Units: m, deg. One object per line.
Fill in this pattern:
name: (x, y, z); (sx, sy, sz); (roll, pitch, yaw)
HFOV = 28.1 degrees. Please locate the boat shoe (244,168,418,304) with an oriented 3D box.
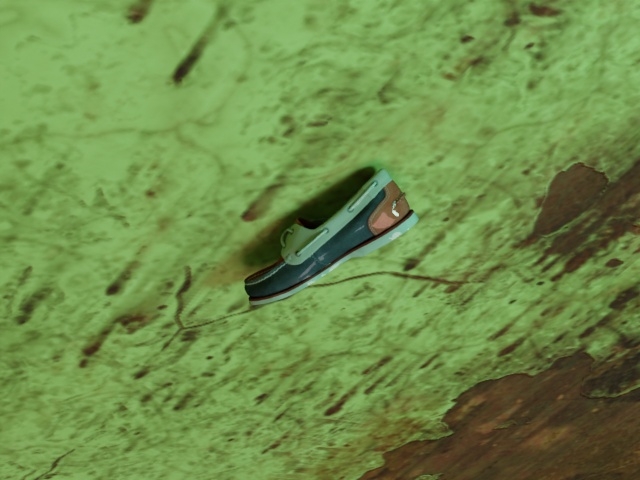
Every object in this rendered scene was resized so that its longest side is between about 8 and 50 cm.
boat shoe: (0.000, 0.000, 0.862); (0.137, 0.049, 0.043); (-29, 102, 24)
